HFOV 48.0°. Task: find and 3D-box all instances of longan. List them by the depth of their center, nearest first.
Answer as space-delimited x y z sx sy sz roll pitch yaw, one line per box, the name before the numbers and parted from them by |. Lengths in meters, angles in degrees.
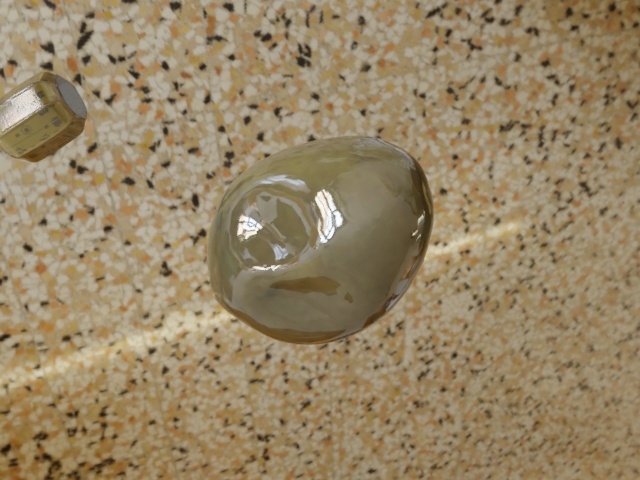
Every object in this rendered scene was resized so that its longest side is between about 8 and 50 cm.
longan | 0.000 0.000 0.982 0.350 0.288 0.288 -28 139 37

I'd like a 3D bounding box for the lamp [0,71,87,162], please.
lamp | -0.614 -0.268 1.570 0.185 0.161 0.161 -27 132 12
